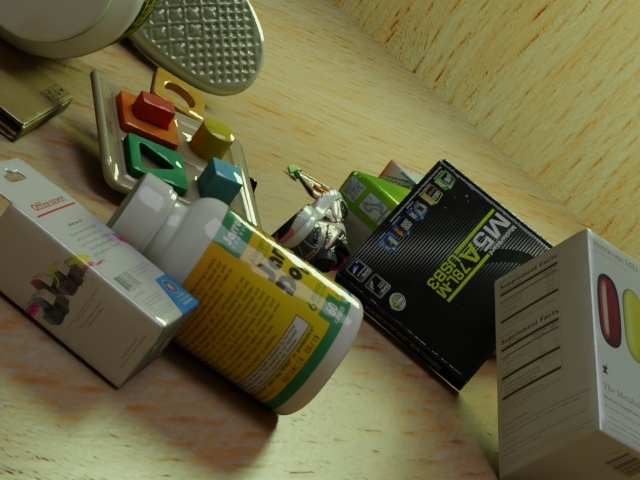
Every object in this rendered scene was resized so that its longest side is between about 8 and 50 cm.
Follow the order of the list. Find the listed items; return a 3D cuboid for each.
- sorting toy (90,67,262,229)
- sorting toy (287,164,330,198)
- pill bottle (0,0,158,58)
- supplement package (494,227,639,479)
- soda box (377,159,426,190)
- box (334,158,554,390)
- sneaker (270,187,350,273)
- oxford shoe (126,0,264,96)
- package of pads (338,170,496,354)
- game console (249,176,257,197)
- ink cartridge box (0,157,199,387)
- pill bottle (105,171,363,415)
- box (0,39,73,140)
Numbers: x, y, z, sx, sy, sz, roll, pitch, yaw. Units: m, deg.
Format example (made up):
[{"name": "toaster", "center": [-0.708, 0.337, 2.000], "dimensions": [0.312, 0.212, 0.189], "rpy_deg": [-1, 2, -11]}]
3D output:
[{"name": "sorting toy", "center": [-0.134, -0.088, 1.657], "dimensions": [0.196, 0.047, 0.348], "rpy_deg": [26, 28, -29]}, {"name": "sorting toy", "center": [-0.006, -0.069, 2.153], "dimensions": [0.083, 0.012, 0.062], "rpy_deg": [30, 16, -33]}, {"name": "pill bottle", "center": [-0.264, -0.286, 1.753], "dimensions": [0.188, 0.188, 0.334], "rpy_deg": [37, 8, -7]}, {"name": "supplement package", "center": [0.269, 0.137, 1.699], "dimensions": [0.139, 0.134, 0.244], "rpy_deg": [30, 45, -31]}, {"name": "soda box", "center": [0.150, -0.059, 2.438], "dimensions": [0.063, 0.058, 0.183], "rpy_deg": [46, 16, 33]}, {"name": "box", "center": [0.143, 0.035, 1.834], "dimensions": [0.184, 0.191, 0.045], "rpy_deg": [40, -20, 11]}, {"name": "sneaker", "center": [0.000, 0.000, 1.851], "dimensions": [0.077, 0.072, 0.178], "rpy_deg": [50, 21, 0]}, {"name": "oxford shoe", "center": [-0.255, -0.353, 2.194], "dimensions": [0.449, 0.169, 0.130], "rpy_deg": [40, -23, 0]}, {"name": "package of pads", "center": [0.155, 0.038, 2.029], "dimensions": [0.229, 0.101, 0.296], "rpy_deg": [43, 15, 27]}, {"name": "game console", "center": [-0.129, -0.053, 1.770], "dimensions": [0.107, 0.071, 0.122], "rpy_deg": [8, -14, 46]}, {"name": "ink cartridge box", "center": [-0.188, 0.020, 1.250], "dimensions": [0.181, 0.061, 0.104], "rpy_deg": [39, 13, 3]}, {"name": "pill bottle", "center": [-0.079, 0.039, 1.355], "dimensions": [0.208, 0.117, 0.117], "rpy_deg": [36, 13, -10]}, {"name": "box", "center": [-0.327, -0.167, 1.609], "dimensions": [0.164, 0.021, 0.201], "rpy_deg": [37, 13, -4]}]
